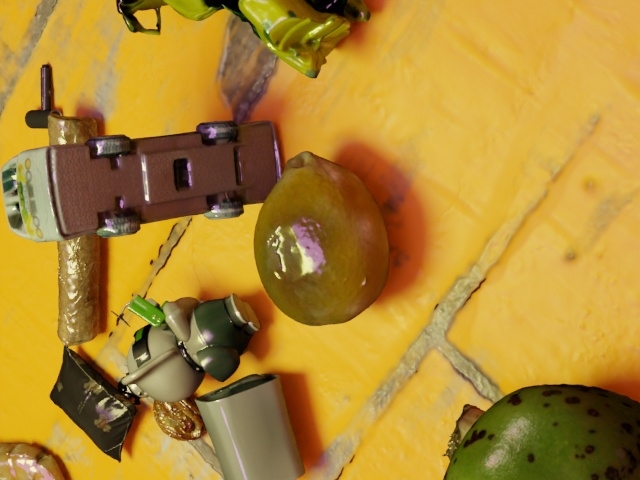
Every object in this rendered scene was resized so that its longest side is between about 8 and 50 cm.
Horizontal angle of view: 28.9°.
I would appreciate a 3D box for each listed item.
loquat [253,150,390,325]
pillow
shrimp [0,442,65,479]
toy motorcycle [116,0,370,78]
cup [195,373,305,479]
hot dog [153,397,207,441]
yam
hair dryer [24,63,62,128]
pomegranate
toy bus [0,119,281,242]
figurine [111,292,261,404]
[{"bbox_3d":[0.000,0.000,1.357,0.152,0.152,0.195,-7,103,32],"label":"loquat"},{"bbox_3d":[-0.298,0.213,1.629,0.150,0.048,0.090,37,107,25],"label":"pillow"},{"bbox_3d":[-0.471,0.365,1.756,0.289,0.075,0.178,-1,101,18],"label":"shrimp"},{"bbox_3d":[-0.116,-0.295,1.376,0.342,0.142,0.206,34,115,24],"label":"toy motorcycle"},{"bbox_3d":[-0.088,0.227,1.480,0.128,0.095,0.130,-11,96,69],"label":"cup"},{"bbox_3d":[-0.179,0.217,1.564,0.083,0.035,0.058,42,112,18],"label":"hot dog"},{"bbox_3d":[-0.313,-0.013,1.587,0.066,0.066,0.300,7,102,30],"label":"yam"},{"bbox_3d":[-0.360,-0.187,1.610,0.047,0.026,0.083,4,97,30],"label":"hair dryer"},{"bbox_3d":[0.224,0.252,1.213,0.270,0.254,0.254,29,112,35],"label":"pomegranate"},{"bbox_3d":[-0.191,-0.067,1.351,0.136,0.329,0.109,-1,97,41],"label":"toy bus"},{"bbox_3d":[-0.166,0.131,1.487,0.192,0.147,0.126,-35,62,12],"label":"figurine"}]
